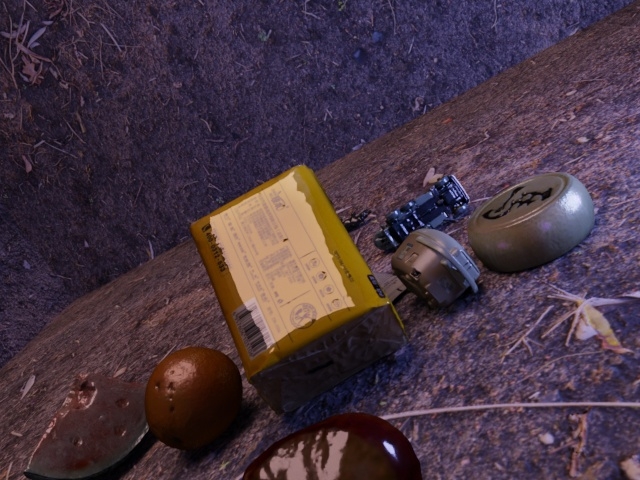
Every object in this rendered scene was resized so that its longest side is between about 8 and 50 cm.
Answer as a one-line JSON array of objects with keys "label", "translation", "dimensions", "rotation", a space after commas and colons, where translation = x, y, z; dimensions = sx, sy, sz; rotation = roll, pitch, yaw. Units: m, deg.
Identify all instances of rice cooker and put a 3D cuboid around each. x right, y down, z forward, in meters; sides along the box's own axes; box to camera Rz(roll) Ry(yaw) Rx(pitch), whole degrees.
[{"label": "rice cooker", "translation": [0.225, 0.056, 1.254], "dimensions": [0.127, 0.145, 0.206], "rotation": [-44, 19, -3]}]

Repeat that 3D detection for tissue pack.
[{"label": "tissue pack", "translation": [-0.051, 0.087, 1.220], "dimensions": [0.293, 0.228, 0.382], "rotation": [-30, 55, 1]}]

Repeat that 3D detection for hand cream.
[{"label": "hand cream", "translation": [0.113, 0.102, 1.496], "dimensions": [0.095, 0.059, 0.276], "rotation": [-36, 21, -23]}]

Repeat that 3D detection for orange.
[{"label": "orange", "translation": [-0.254, 0.313, 1.248], "dimensions": [0.206, 0.206, 0.206], "rotation": [-28, 15, 8]}]

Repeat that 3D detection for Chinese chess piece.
[{"label": "Chinese chess piece", "translation": [0.421, -0.039, 1.267], "dimensions": [0.250, 0.101, 0.250], "rotation": [-29, 14, 8]}]

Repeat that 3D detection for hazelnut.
[{"label": "hazelnut", "translation": [0.014, 0.317, 0.713], "dimensions": [0.252, 0.217, 0.217], "rotation": [-54, 17, -3]}]

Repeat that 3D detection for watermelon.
[{"label": "watermelon", "translation": [-0.519, 0.419, 1.391], "dimensions": [0.318, 0.226, 0.148], "rotation": [-29, -17, -41]}]

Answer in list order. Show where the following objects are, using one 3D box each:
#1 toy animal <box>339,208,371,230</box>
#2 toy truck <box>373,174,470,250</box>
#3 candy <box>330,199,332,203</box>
[{"label": "toy animal", "translation": [0.110, -0.064, 2.050], "dimensions": [0.135, 0.047, 0.065], "rotation": [-24, 21, 18]}, {"label": "toy truck", "translation": [0.258, -0.064, 1.659], "dimensions": [0.256, 0.108, 0.140], "rotation": [-36, 2, -8]}, {"label": "candy", "translation": [0.000, 0.000, 1.838], "dimensions": [0.115, 0.156, 0.265], "rotation": [-22, 17, 14]}]
